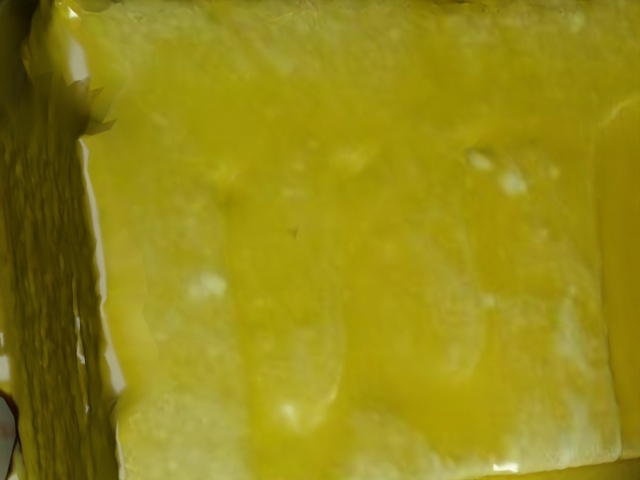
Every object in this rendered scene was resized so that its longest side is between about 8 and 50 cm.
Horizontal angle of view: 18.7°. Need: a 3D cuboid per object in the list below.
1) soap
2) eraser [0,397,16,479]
[{"bbox_3d":[0.048,0.043,0.588,0.143,0.281,0.259,177,87,-67],"label":"soap"},{"bbox_3d":[-0.026,0.047,0.725,0.061,0.352,0.089,-93,-1,-63],"label":"eraser"}]
